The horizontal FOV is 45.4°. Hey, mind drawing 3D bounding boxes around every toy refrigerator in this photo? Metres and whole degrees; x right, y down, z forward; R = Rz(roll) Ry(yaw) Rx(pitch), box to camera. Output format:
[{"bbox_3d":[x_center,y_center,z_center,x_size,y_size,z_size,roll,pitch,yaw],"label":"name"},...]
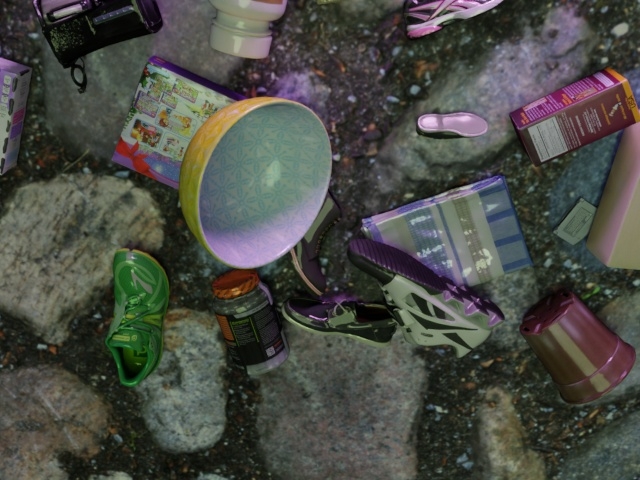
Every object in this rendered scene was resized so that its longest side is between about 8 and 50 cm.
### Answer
[{"bbox_3d":[0.571,-0.089,1.356,0.102,0.094,0.270,4,115,-13],"label":"toy refrigerator"}]

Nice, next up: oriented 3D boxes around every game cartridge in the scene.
[{"bbox_3d":[0.481,-0.035,1.430,0.056,0.017,0.083,33,112,-6],"label":"game cartridge"}]

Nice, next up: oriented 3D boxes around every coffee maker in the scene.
[{"bbox_3d":[-0.363,-0.367,1.298,0.178,0.120,0.171,-14,135,10],"label":"coffee maker"}]

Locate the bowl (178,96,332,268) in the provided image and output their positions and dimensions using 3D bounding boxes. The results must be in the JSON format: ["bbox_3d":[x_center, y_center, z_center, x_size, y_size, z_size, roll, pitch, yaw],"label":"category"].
[{"bbox_3d":[-0.134,-0.114,1.276,0.156,0.289,0.290,29,120,38],"label":"bowl"}]

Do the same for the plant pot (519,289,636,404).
[{"bbox_3d":[0.479,0.194,1.458,0.167,0.167,0.165,-38,99,18],"label":"plant pot"}]

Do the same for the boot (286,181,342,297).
[{"bbox_3d":[0.000,0.000,1.447,0.137,0.077,0.198,-26,111,8],"label":"boot"}]

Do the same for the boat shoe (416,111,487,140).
[{"bbox_3d":[0.232,-0.199,1.362,0.125,0.038,0.046,-1,72,-2],"label":"boat shoe"}]

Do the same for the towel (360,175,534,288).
[{"bbox_3d":[0.241,0.009,1.454,0.285,0.034,0.209,-19,112,11],"label":"towel"}]

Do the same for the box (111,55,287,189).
[{"bbox_3d":[-0.206,-0.179,1.386,0.293,0.057,0.201,24,112,-7],"label":"box"}]

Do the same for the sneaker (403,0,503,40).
[{"bbox_3d":[0.219,-0.396,1.263,0.178,0.072,0.077,-19,100,5],"label":"sneaker"}]

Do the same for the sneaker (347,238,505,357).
[{"bbox_3d":[0.171,0.121,1.422,0.330,0.122,0.146,30,110,-13],"label":"sneaker"}]

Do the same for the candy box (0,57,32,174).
[{"bbox_3d":[-0.626,-0.238,1.380,0.164,0.070,0.196,17,113,-4],"label":"candy box"}]

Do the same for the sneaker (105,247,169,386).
[{"bbox_3d":[-0.359,0.156,1.505,0.109,0.123,0.296,2,113,3],"label":"sneaker"}]

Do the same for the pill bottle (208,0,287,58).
[{"bbox_3d":[-0.113,-0.421,1.237,0.131,0.131,0.229,13,114,-2],"label":"pill bottle"}]

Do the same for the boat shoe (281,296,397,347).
[{"bbox_3d":[0.041,0.141,1.491,0.233,0.084,0.079,14,128,-11],"label":"boat shoe"}]

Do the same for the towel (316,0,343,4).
[{"bbox_3d":[0.054,-0.456,1.268,0.148,0.027,0.110,-13,113,8],"label":"towel"}]

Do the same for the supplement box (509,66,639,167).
[{"bbox_3d":[0.431,-0.211,1.308,0.188,0.104,0.081,-24,110,14],"label":"supplement box"}]

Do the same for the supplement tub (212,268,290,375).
[{"bbox_3d":[-0.139,0.157,1.496,0.117,0.117,0.190,-13,112,9],"label":"supplement tub"}]
